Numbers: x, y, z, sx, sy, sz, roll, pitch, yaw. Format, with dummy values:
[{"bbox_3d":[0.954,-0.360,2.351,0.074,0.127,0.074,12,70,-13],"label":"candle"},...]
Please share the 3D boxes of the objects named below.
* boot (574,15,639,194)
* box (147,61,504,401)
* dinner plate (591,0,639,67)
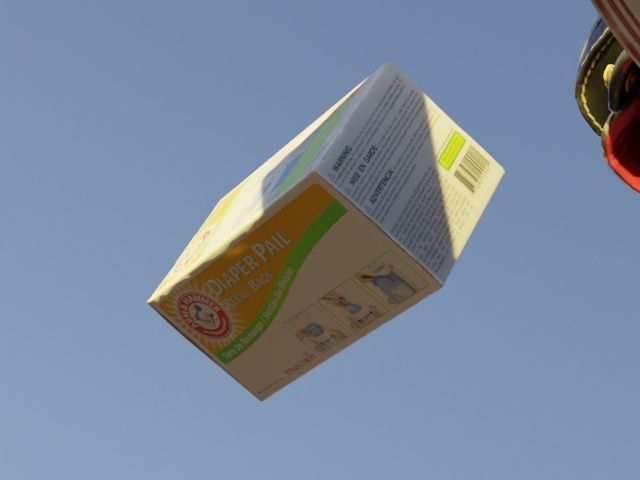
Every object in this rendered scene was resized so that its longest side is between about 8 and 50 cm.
[{"bbox_3d":[0.262,-0.124,1.108,0.138,0.284,0.377,51,-42,-7],"label":"boot"},{"bbox_3d":[0.000,0.000,1.049,0.103,0.114,0.203,42,-41,-11],"label":"box"},{"bbox_3d":[0.146,-0.104,0.727,0.141,0.017,0.141,54,-4,5],"label":"dinner plate"}]
